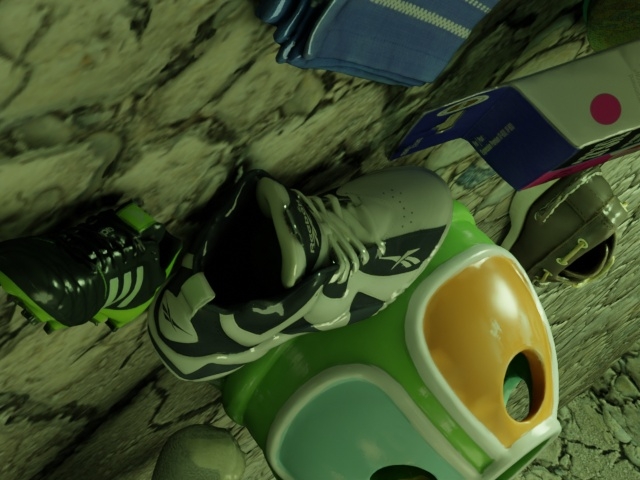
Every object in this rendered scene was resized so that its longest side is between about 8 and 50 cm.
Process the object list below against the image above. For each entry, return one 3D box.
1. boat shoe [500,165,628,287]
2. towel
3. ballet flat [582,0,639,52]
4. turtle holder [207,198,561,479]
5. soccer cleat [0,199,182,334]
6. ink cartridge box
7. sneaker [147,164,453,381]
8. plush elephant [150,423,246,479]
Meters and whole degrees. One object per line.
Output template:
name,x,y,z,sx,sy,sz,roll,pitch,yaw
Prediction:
boat shoe,0.262,0.000,1.546,0.117,0.096,0.324,-38,164,-8
towel,0.126,-0.209,0.773,0.336,0.040,0.243,-45,164,17
ballet flat,0.311,-0.160,1.194,0.123,0.123,0.348,-45,163,16
turtle holder,0.041,0.126,1.138,0.320,0.227,0.243,-45,164,16
soccer cleat,-0.123,0.010,0.775,0.072,0.060,0.179,-51,170,4
ink cartridge box,0.237,-0.106,1.004,0.371,0.069,0.176,-17,175,-7
sneaker,0.000,0.000,0.937,0.235,0.094,0.153,-21,166,-18
plush elephant,-0.038,0.338,1.107,0.272,0.256,0.330,95,14,-58
